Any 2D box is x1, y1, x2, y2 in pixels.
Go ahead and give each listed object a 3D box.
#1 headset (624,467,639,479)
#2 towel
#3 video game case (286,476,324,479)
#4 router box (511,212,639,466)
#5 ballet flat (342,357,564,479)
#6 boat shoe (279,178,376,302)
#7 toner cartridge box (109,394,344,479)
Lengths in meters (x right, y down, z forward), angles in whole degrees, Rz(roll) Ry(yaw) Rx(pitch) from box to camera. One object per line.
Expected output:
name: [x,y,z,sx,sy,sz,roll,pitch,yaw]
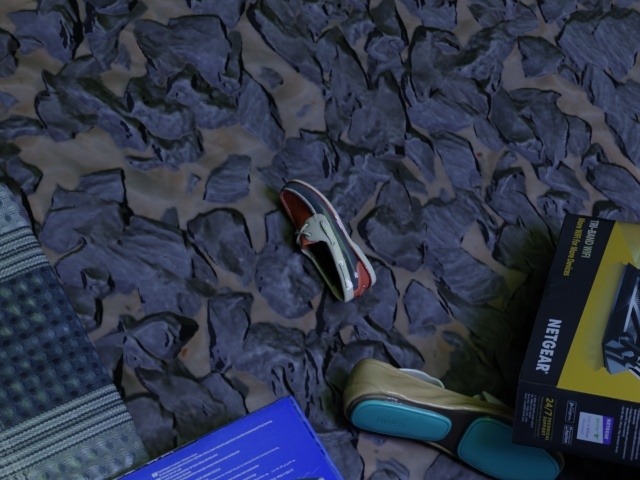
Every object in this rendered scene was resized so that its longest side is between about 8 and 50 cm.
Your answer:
headset: [0.408,0.267,1.770,0.243,0.185,0.394,30,36,-8]
towel: [-0.346,0.126,1.581,0.324,0.056,0.312,-21,76,-36]
video game case: [-0.022,0.377,1.512,0.269,0.061,0.244,-47,109,-32]
router box: [0.333,0.099,1.784,0.243,0.081,0.309,9,34,11]
ballet flat: [0.133,0.167,1.767,0.232,0.080,0.073,21,40,-15]
boat shoe: [0.000,0.000,1.818,0.043,0.049,0.137,-33,84,-34]
toner cartridge box: [-0.129,0.277,1.573,0.348,0.075,0.165,-22,73,-34]
